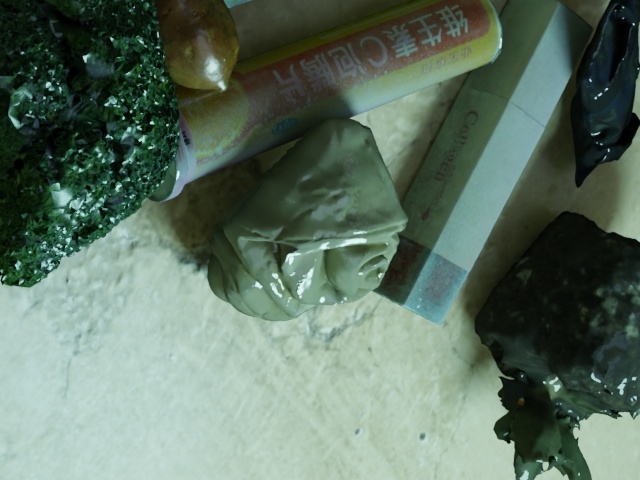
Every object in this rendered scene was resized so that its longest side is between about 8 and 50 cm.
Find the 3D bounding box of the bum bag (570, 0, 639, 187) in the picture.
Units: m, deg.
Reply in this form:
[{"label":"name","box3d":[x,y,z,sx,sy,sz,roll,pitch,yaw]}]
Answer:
[{"label":"bum bag","box3d":[0.321,-0.169,2.012,0.137,0.074,0.310,-61,159,-23]}]

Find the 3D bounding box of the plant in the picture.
[{"label":"plant","box3d":[0.294,0.139,2.088,0.215,0.213,0.312,26,94,-48]}]

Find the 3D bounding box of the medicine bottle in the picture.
[{"label":"medicine bottle","box3d":[-0.004,-0.160,1.771,0.426,0.108,0.108,-25,124,-33]}]

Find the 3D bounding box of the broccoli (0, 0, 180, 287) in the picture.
[{"label":"broccoli","box3d":[-0.247,-0.126,1.485,0.308,0.275,0.307,10,90,-82]}]

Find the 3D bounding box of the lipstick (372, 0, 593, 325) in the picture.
[{"label":"lipstick","box3d":[0.173,-0.092,1.967,0.080,0.076,0.371,27,89,-45]}]

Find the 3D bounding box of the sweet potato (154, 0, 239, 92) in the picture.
[{"label":"sweet potato","box3d":[-0.145,-0.268,1.588,0.097,0.097,0.291,-21,101,-33]}]

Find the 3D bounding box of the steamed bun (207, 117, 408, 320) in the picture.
[{"label":"steamed bun","box3d":[0.000,0.001,1.759,0.218,0.144,0.211,-43,167,-8]}]

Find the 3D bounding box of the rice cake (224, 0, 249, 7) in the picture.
[{"label":"rice cake","box3d":[-0.083,-0.245,1.705,0.211,0.034,0.043,-22,114,-31]}]
